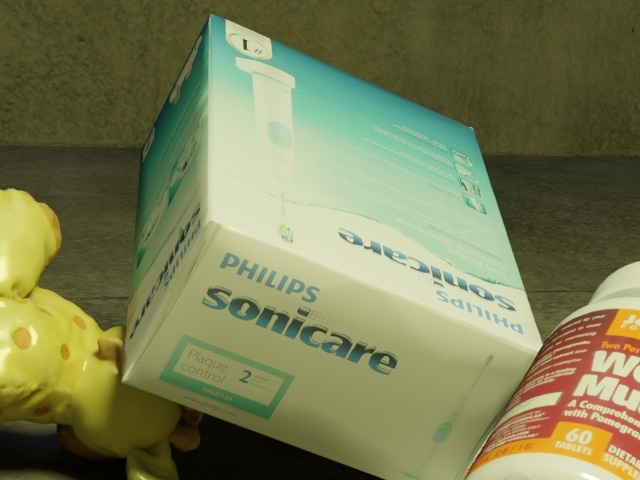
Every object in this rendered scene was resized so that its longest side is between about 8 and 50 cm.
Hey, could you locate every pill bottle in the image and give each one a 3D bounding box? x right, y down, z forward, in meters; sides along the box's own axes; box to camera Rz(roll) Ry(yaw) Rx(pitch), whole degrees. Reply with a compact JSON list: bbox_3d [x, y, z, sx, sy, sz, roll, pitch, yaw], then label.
[{"bbox_3d":[0.157,0.105,0.821,0.121,0.121,0.221,9,33,24],"label":"pill bottle"}]

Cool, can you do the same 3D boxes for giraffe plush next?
[{"bbox_3d":[-0.157,0.078,0.978,0.170,0.181,0.210,23,-7,-20],"label":"giraffe plush"}]

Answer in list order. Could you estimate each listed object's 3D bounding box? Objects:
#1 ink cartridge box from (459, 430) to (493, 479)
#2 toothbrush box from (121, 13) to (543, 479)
[{"bbox_3d":[0.160,0.157,0.969,0.224,0.056,0.181,-14,9,7],"label":"ink cartridge box"},{"bbox_3d":[0.000,0.000,1.004,0.216,0.126,0.295,22,26,-17],"label":"toothbrush box"}]
